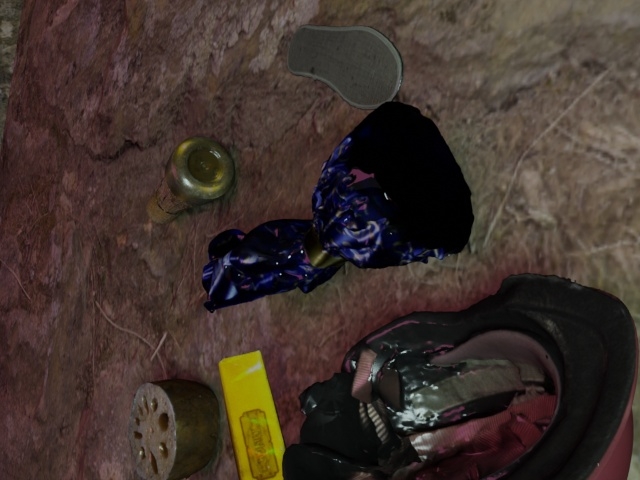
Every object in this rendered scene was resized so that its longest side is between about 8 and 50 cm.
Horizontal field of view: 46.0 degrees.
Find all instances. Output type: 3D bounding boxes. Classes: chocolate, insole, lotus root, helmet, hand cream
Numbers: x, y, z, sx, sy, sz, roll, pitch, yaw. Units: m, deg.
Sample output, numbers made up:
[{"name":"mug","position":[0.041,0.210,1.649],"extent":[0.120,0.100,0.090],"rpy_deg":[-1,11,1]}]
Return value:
[{"name":"chocolate","position":[-0.004,-0.001,0.697],"extent":[0.343,0.126,0.148],"rpy_deg":[-30,19,52]},{"name":"insole","position":[0.019,-0.190,0.791],"extent":[0.232,0.003,0.080],"rpy_deg":[37,114,53]},{"name":"lotus root","position":[-0.177,0.234,0.922],"extent":[0.112,0.081,0.122],"rpy_deg":[36,112,51]},{"name":"helmet","position":[0.095,0.138,0.477],"extent":[0.253,0.154,0.198],"rpy_deg":[-6,39,46]},{"name":"hand cream","position":[-0.188,-0.066,1.019],"extent":[0.203,0.084,0.084],"rpy_deg":[-31,58,58]}]

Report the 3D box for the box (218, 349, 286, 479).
[{"name":"box","position":[-0.043,0.222,0.643],"extent":[0.269,0.043,0.152],"rpy_deg":[90,166,-54]}]
